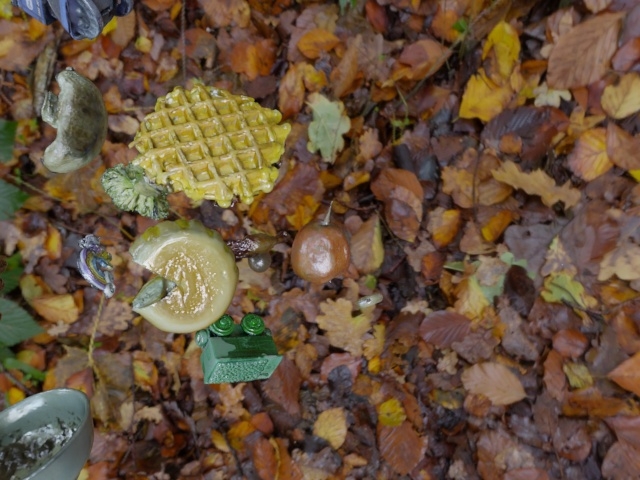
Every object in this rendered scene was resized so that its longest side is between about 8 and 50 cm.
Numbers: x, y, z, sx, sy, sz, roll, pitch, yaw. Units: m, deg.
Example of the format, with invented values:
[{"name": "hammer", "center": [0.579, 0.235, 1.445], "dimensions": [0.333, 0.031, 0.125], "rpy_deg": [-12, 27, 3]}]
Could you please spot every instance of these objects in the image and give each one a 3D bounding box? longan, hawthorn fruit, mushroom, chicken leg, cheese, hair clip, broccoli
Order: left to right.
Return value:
[{"name": "mushroom", "center": [-0.809, -0.390, 1.599], "dimensions": [0.129, 0.247, 0.345], "rpy_deg": [3, 73, 10]}, {"name": "hair clip", "center": [-0.590, 0.065, 1.259], "dimensions": [0.049, 0.116, 0.172], "rpy_deg": [-30, 64, 14]}, {"name": "broccoli", "center": [-0.641, -0.216, 1.730], "dimensions": [0.252, 0.221, 0.361], "rpy_deg": [51, 154, 2]}, {"name": "chicken leg", "center": [-0.263, 0.021, 1.759], "dimensions": [0.322, 0.177, 0.083], "rpy_deg": [-12, 93, -4]}, {"name": "longan", "center": [-0.237, 0.070, 1.880], "dimensions": [0.092, 0.113, 0.114], "rpy_deg": [0, 87, -8]}, {"name": "hawthorn fruit", "center": [0.003, 0.011, 1.144], "dimensions": [0.149, 0.149, 0.189], "rpy_deg": [4, 84, 27]}, {"name": "cheese", "center": [0.160, 0.208, 1.651], "dimensions": [0.096, 0.192, 0.038], "rpy_deg": [-22, 81, 11]}]

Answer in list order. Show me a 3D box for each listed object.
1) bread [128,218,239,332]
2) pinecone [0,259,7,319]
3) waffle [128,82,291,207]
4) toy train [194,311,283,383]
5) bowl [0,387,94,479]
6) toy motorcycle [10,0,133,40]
[{"name": "bread", "center": [-0.384, 0.097, 1.371], "dimensions": [0.160, 0.332, 0.333], "rpy_deg": [37, 106, 60]}, {"name": "pinecone", "center": [-0.705, 0.072, 0.832], "dimensions": [0.309, 0.244, 0.244], "rpy_deg": [39, 106, -5]}, {"name": "waffle", "center": [-0.281, -0.260, 1.270], "dimensions": [0.381, 0.095, 0.380], "rpy_deg": [19, 59, -3]}, {"name": "toy train", "center": [-0.273, 0.347, 1.581], "dimensions": [0.145, 0.265, 0.202], "rpy_deg": [-58, 42, 35]}, {"name": "bowl", "center": [-0.601, 0.465, 1.014], "dimensions": [0.288, 0.289, 0.146], "rpy_deg": [-3, 117, 27]}, {"name": "toy motorcycle", "center": [-0.395, -0.467, 0.723], "dimensions": [0.212, 0.125, 0.358], "rpy_deg": [34, 146, -3]}]
